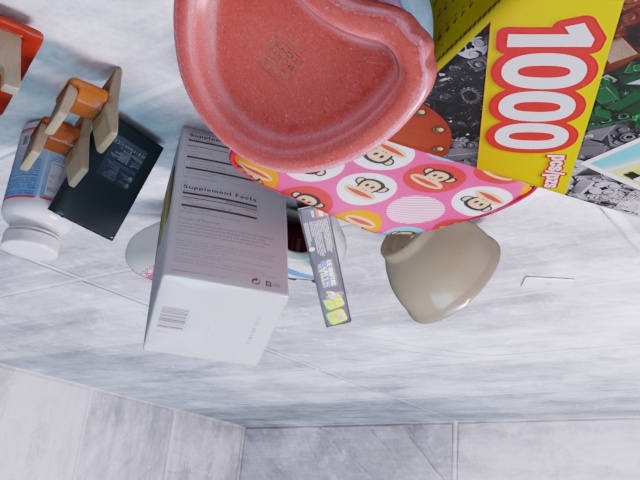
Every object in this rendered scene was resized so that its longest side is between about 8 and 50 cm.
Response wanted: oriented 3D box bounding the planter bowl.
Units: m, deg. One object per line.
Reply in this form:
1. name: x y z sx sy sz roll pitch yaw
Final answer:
1. planter bowl: 0.153 0.020 1.072 0.109 0.162 0.162 45 144 -16

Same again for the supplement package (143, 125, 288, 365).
1. supplement package: -0.120 0.003 0.902 0.134 0.244 0.139 11 134 -15

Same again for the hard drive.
1. hard drive: -0.257 -0.076 0.929 0.022 0.135 0.094 22 172 38

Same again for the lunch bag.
1. lunch bag: 0.080 -0.111 0.780 0.293 0.120 0.258 22 152 -34

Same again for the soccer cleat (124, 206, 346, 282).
1. soccer cleat: -0.128 -0.010 1.116 0.332 0.116 0.143 0 146 3

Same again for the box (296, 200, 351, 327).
1. box: 0.000 0.000 0.976 0.036 0.114 0.206 -12 130 0

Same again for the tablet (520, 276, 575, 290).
1. tablet: 0.391 0.075 1.319 0.083 0.006 0.054 2 158 6

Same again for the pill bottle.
1. pill bottle: -0.342 -0.060 0.947 0.087 0.160 0.087 5 158 2

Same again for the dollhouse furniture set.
1. dollhouse furniture set: -0.377 -0.156 0.818 0.262 0.135 0.259 20 143 -32

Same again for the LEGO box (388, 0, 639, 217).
1. LEGO box: 0.306 -0.194 0.424 0.373 0.193 0.500 14 157 -19

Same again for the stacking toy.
1. stacking toy: -0.017 -0.214 0.412 0.309 0.130 0.279 49 132 -6
